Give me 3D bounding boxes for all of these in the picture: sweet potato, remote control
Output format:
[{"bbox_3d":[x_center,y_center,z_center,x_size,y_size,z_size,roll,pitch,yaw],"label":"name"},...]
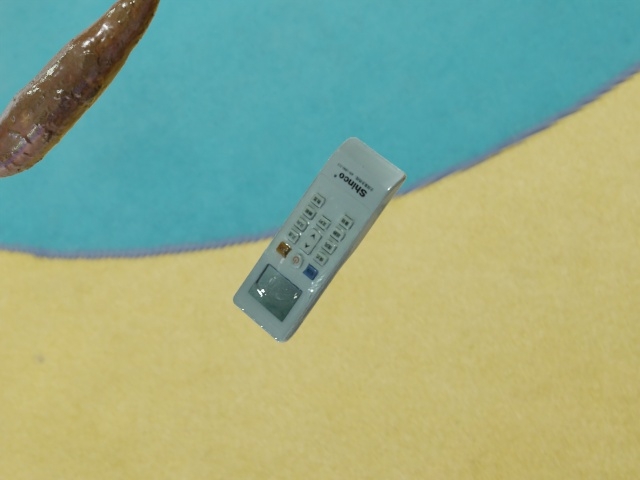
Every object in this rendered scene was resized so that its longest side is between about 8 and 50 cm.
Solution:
[{"bbox_3d":[-0.253,-0.146,1.260,0.314,0.066,0.072,-42,58,12],"label":"sweet potato"},{"bbox_3d":[0.000,0.000,0.990,0.061,0.029,0.162,40,98,29],"label":"remote control"}]
